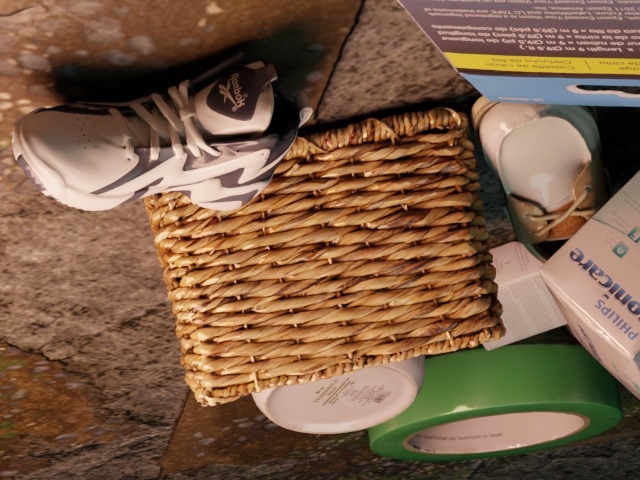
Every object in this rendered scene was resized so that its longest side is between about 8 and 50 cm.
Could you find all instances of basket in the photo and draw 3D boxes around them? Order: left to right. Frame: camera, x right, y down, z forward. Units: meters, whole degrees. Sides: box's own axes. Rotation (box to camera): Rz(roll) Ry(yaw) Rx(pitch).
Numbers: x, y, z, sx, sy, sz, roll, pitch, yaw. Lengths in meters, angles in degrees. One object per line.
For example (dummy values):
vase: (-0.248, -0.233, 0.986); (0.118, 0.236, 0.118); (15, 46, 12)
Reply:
basket: (0.000, 0.000, 1.427); (0.299, 0.223, 0.213); (-13, -172, -3)

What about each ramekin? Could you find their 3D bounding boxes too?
ramekin: (0.015, 0.121, 1.632); (0.207, 0.109, 0.207); (-5, 147, -4)

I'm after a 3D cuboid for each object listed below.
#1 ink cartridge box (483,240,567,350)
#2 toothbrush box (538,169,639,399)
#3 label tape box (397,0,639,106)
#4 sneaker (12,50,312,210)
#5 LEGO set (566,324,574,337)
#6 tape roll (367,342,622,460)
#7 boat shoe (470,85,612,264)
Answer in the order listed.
ink cartridge box: (0.263, 0.042, 1.708); (0.225, 0.056, 0.181); (-22, 153, 10)
toothbrush box: (0.364, -0.002, 1.440); (0.295, 0.126, 0.216); (-43, 153, -1)
label tape box: (0.176, -0.193, 0.987); (0.249, 0.115, 0.348); (5, 167, 26)
sneaker: (-0.106, -0.093, 1.176); (0.235, 0.094, 0.153); (10, 143, -38)
LEGO set: (0.415, 0.062, 1.865); (0.244, 0.060, 0.182); (0, 140, -30)
tape roll: (0.217, 0.209, 1.948); (0.321, 0.077, 0.321); (-5, 162, -2)
boat shoe: (0.220, -0.052, 1.419); (0.113, 0.103, 0.302); (-21, 154, 14)
